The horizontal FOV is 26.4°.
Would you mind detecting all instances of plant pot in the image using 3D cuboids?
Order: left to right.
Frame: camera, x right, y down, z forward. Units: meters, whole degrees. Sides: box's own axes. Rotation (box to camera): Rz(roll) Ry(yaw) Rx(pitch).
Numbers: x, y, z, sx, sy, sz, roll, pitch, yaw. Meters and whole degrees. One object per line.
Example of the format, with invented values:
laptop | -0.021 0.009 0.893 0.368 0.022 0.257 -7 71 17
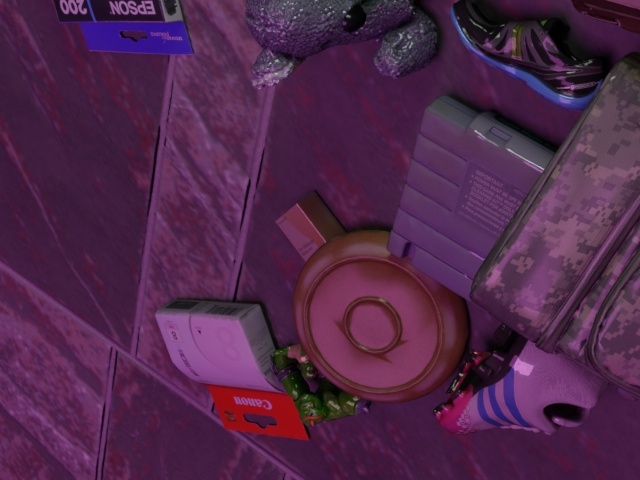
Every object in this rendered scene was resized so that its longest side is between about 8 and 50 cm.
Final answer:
plant pot | 0.070 0.103 1.739 0.236 0.032 0.236 6 109 19

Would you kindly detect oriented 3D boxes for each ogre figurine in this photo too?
ogre figurine | 0.009 0.189 1.866 0.197 0.097 0.118 -19 85 31

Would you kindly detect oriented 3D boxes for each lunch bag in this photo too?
lunch bag | 0.330 -0.005 1.329 0.256 0.212 0.305 34 107 7

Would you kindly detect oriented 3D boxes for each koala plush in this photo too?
koala plush | -0.002 -0.263 1.482 0.203 0.221 0.196 25 131 28

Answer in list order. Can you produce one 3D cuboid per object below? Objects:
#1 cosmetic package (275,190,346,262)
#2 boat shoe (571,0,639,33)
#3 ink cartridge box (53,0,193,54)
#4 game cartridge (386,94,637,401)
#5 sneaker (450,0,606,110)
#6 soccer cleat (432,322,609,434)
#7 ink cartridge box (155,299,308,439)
cosmetic package | 0.000 0.000 1.783 0.115 0.041 0.060 52 138 1
boat shoe | 0.356 -0.226 1.308 0.257 0.095 0.095 24 154 26
ink cartridge box | -0.276 -0.337 1.803 0.206 0.045 0.208 7 122 38
game cartridge | 0.252 0.004 1.557 0.355 0.068 0.230 32 129 21
sneaker | 0.222 -0.209 1.450 0.188 0.067 0.078 34 113 22
soccer cleat | 0.231 0.186 1.601 0.143 0.116 0.331 32 160 2
ink cartridge box | -0.132 0.200 2.017 0.189 0.066 0.232 0 113 43
